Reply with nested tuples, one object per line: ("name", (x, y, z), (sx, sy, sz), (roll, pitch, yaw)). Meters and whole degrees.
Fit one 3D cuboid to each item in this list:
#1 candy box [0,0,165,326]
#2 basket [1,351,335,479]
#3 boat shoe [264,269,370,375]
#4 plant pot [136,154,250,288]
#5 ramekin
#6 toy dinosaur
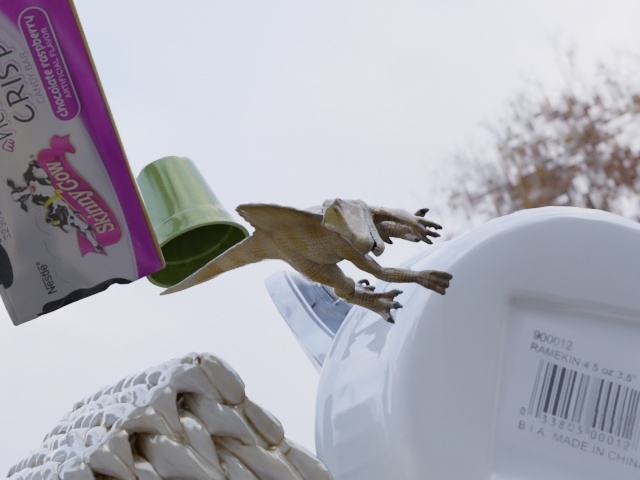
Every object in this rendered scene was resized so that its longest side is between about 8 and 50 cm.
("candy box", (-0.147, -0.092, 0.725), (0.071, 0.233, 0.159), (-21, -56, -9))
("basket", (-0.079, 0.255, 0.822), (0.266, 0.328, 0.331), (-45, 5, -18))
("boat shoe", (0.019, 0.064, 1.258), (0.076, 0.228, 0.080), (-32, -71, -4))
("plant pot", (-0.106, -0.019, 1.245), (0.083, 0.079, 0.083), (-20, -29, -12))
("ramekin", (0.144, 0.112, 1.033), (0.277, 0.277, 0.135), (-9, -13, -15))
("toy dinosaur", (0.000, 0.000, 0.741), (0.093, 0.053, 0.183), (17, -16, -24))
